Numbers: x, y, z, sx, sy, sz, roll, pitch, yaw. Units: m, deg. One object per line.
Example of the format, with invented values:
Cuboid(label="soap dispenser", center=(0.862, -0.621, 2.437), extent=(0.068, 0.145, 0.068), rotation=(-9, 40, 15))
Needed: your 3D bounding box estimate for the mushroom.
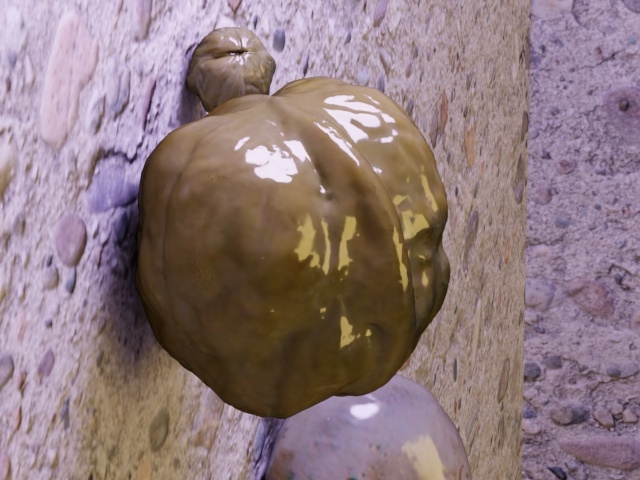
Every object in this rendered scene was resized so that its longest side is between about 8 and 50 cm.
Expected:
Cuboid(label="mushroom", center=(0.040, 0.260, 2.134), extent=(0.243, 0.243, 0.243), rotation=(6, 90, -75))

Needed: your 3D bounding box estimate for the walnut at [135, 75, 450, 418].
Cuboid(label="walnut", center=(-0.026, 0.005, 1.648), extent=(0.253, 0.282, 0.277), rotation=(-129, -151, -60))

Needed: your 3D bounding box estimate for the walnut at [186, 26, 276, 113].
Cuboid(label="walnut", center=(-0.080, -0.150, 1.723), extent=(0.092, 0.092, 0.092), rotation=(6, 90, -75))
